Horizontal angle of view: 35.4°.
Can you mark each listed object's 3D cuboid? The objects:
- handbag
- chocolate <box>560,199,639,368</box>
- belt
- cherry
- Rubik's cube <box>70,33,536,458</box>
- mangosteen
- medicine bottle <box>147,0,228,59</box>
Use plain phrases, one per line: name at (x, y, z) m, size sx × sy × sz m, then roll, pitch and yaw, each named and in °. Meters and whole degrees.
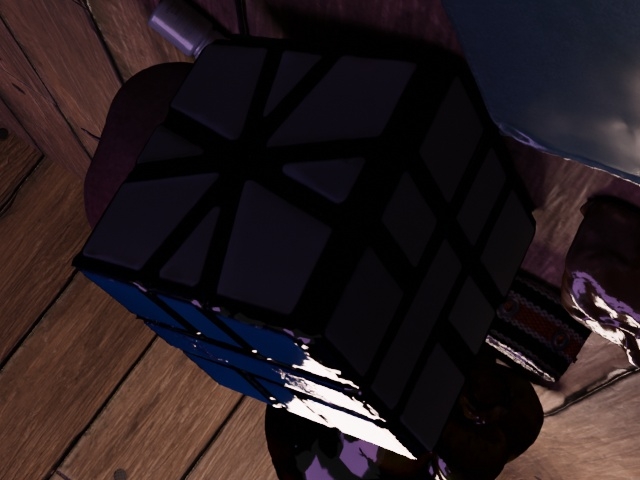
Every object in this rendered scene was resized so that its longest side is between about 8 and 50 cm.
handbag at (0.185, -0.129, 0.537) m, size 0.268 × 0.100 × 0.274 m, roll 28°, pitch 164°, yaw 45°
chocolate at (0.306, 0.062, 0.896) m, size 0.214 × 0.093 × 0.148 m, roll 31°, pitch 165°, yaw 20°
belt at (0.155, 0.046, 1.223) m, size 0.359 × 0.094 × 0.126 m, roll 31°, pitch 165°, yaw 19°
cherry at (-0.150, -0.078, 1.216) m, size 0.307 × 0.261 × 0.221 m, roll 19°, pitch 169°, yaw -5°
Rubik's cube at (0.000, 0.000, 0.952) m, size 0.288 × 0.293 × 0.283 m, roll 12°, pitch 158°, yaw 35°
mangosteen at (0.124, 0.271, 1.594) m, size 0.381 × 0.421 × 0.381 m, roll 47°, pitch -156°, yaw -28°
medicine bottle at (-0.147, -0.233, 1.110) m, size 0.083 × 0.047 × 0.047 m, roll 37°, pitch 167°, yaw -10°
